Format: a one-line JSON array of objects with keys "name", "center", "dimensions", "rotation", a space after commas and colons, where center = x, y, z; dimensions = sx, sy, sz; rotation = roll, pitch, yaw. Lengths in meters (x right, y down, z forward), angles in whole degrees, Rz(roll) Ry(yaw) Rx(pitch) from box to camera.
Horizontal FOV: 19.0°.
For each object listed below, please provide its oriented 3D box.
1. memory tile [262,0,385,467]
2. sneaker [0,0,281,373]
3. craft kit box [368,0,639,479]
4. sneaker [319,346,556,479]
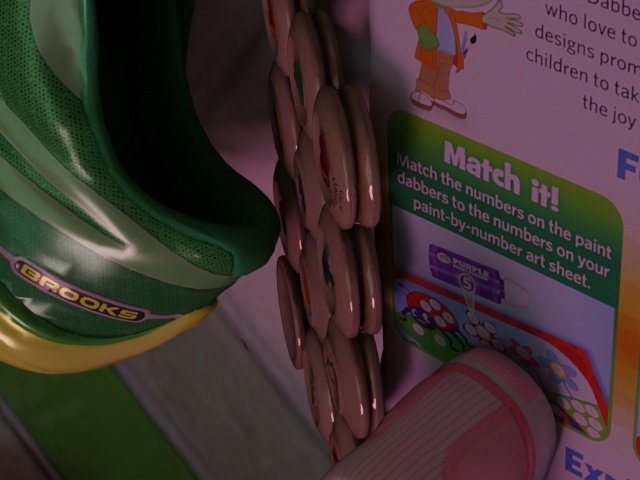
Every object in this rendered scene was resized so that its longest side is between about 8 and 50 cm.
[{"name": "memory tile", "center": [0.000, 0.000, 0.541], "dimensions": [0.113, 0.012, 0.148], "rotation": [-109, 12, -51]}, {"name": "sneaker", "center": [-0.089, -0.109, 0.562], "dimensions": [0.124, 0.109, 0.295], "rotation": [-17, 101, 27]}, {"name": "craft kit box", "center": [0.116, 0.011, 0.432], "dimensions": [0.250, 0.061, 0.246], "rotation": [27, 138, 35]}, {"name": "sneaker", "center": [0.022, 0.094, 0.502], "dimensions": [0.051, 0.070, 0.134], "rotation": [30, 138, 30]}]
